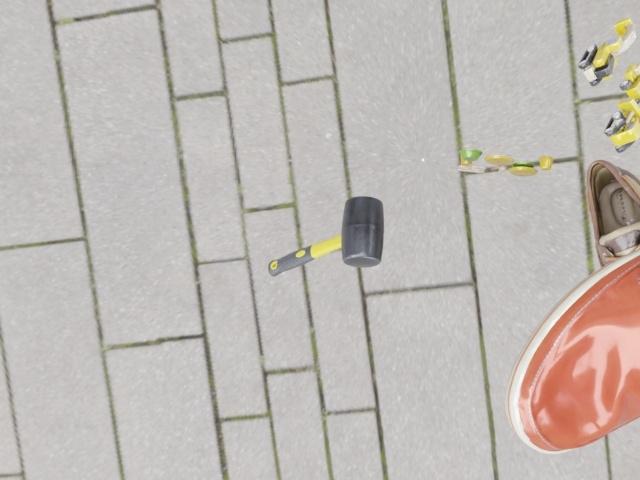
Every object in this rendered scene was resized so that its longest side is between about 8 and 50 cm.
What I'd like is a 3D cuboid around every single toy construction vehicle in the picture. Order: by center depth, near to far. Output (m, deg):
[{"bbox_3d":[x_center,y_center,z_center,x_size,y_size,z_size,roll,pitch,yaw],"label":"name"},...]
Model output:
[{"bbox_3d":[0.271,-0.140,0.708,0.035,0.098,0.086,-17,118,50],"label":"toy construction vehicle"}]

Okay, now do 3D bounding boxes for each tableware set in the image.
[{"bbox_3d":[0.303,-0.131,1.323,0.154,0.104,0.024,6,81,5],"label":"tableware set"}]

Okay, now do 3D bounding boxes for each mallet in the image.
[{"bbox_3d":[0.000,0.000,0.793,0.039,0.189,0.062,15,77,-30],"label":"mallet"}]

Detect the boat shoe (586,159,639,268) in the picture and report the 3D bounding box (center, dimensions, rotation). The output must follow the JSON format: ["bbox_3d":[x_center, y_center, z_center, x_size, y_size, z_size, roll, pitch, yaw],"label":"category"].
[{"bbox_3d":[0.465,0.020,1.205,0.123,0.342,0.123,-28,136,36],"label":"boat shoe"}]

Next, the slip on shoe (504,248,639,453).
[{"bbox_3d":[0.283,0.060,0.599,0.331,0.101,0.123,-35,106,15],"label":"slip on shoe"}]
